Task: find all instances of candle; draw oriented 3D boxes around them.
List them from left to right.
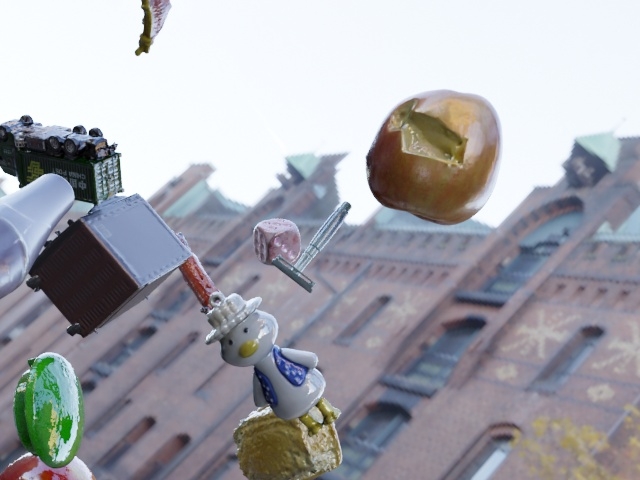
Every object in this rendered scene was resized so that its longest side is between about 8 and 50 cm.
[{"bbox_3d":[-0.283,0.085,2.428,0.301,0.059,0.084,55,11,32],"label":"candle"}]

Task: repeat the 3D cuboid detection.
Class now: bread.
[{"bbox_3d":[-0.071,0.411,2.160,0.245,0.121,0.174,-28,-108,45],"label":"bread"}]

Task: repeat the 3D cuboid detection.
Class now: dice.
[{"bbox_3d":[-0.105,0.004,2.562,0.094,0.091,0.093,34,-51,58],"label":"dice"}]

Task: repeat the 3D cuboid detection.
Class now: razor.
[{"bbox_3d":[0.000,0.000,1.442,0.068,0.135,0.040,38,-20,2],"label":"razor"}]

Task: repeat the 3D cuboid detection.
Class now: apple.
[{"bbox_3d":[0.160,-0.115,1.426,0.199,0.199,0.199,39,-21,19],"label":"apple"}]

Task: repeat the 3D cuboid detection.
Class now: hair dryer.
[{"bbox_3d":[-0.511,-0.075,1.378,0.361,0.301,0.121,35,-62,-5],"label":"hair dryer"}]

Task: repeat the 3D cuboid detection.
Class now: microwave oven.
[{"bbox_3d":[-0.394,0.039,1.978,0.188,0.178,0.247,46,22,1],"label":"microwave oven"}]

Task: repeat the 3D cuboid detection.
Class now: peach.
[{"bbox_3d":[-0.550,0.513,2.145,0.226,0.196,0.189,-66,146,-80],"label":"peach"}]

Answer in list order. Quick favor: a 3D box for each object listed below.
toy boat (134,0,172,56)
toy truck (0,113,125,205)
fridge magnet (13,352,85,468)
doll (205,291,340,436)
[{"bbox_3d":[-0.358,-0.519,2.044,0.141,0.099,0.317,-117,-169,-74],"label":"toy boat"},{"bbox_3d":[-0.486,-0.152,1.945,0.259,0.088,0.121,13,-64,28],"label":"toy truck"},{"bbox_3d":[-0.485,0.306,1.917,0.208,0.088,0.208,-9,90,-80],"label":"fridge magnet"},{"bbox_3d":[-0.086,0.201,1.774,0.293,0.138,0.119,51,19,-4],"label":"doll"}]
